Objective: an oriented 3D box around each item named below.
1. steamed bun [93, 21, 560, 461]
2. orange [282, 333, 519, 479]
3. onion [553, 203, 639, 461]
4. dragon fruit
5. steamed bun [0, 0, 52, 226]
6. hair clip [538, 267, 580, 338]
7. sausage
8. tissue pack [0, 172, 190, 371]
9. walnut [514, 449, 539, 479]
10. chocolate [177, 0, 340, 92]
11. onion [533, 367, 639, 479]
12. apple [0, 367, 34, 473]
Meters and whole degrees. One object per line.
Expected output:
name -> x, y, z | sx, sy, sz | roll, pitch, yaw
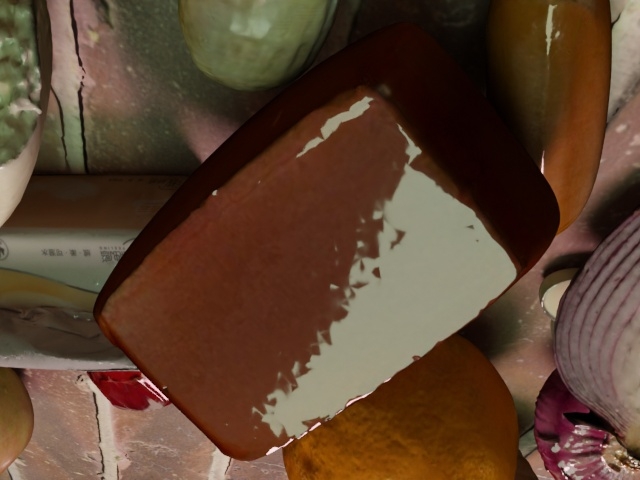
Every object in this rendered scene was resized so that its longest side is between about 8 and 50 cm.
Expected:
steamed bun -> 0.000, 0.000, 0.602 | 0.379, 0.248, 0.235 | -40, 96, 26
orange -> 0.101, 0.251, 0.894 | 0.312, 0.312, 0.312 | 7, 141, 6
onion -> 0.394, 0.049, 0.666 | 0.159, 0.349, 0.267 | 0, -161, -42
dragon fruit -> -0.253, 0.150, 0.995 | 0.261, 0.189, 0.163 | -10, 167, 19
steamed bun -> -0.335, -0.124, 0.571 | 0.272, 0.290, 0.273 | -1, 158, 6
hair clip -> 0.362, 0.097, 0.812 | 0.218, 0.071, 0.159 | 32, 121, -3
sausage -> 0.192, -0.113, 0.583 | 0.105, 0.105, 0.274 | -2, 140, 16
tissue pack -> -0.278, 0.059, 0.794 | 0.305, 0.239, 0.239 | 1, 140, 12
walnut -> 0.206, 0.417, 1.099 | 0.285, 0.285, 0.296 | 38, 171, -29
chocolate -> -0.022, -0.229, 0.483 | 0.134, 0.134, 0.309 | 18, 144, -8
onion -> 0.395, 0.243, 0.928 | 0.230, 0.163, 0.230 | 0, 101, -2
apple -> -0.665, 0.311, 1.160 | 0.319, 0.319, 0.277 | -31, 96, 40
